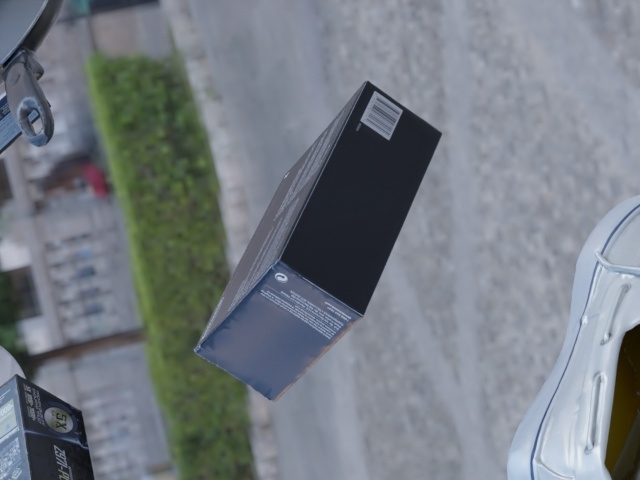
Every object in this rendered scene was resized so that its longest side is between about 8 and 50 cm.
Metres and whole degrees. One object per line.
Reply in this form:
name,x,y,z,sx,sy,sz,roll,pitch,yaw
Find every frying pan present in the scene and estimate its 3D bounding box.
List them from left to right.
frying pan,-0.249,-0.184,1.489,0.326,0.197,0.053,22,169,48

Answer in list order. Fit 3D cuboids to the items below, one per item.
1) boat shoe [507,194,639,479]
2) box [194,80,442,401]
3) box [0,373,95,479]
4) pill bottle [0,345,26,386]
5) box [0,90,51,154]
boat shoe,0.295,0.090,1.564,0.156,0.367,0.136,-17,123,47
box,0.000,0.000,1.710,0.184,0.103,0.261,-43,16,47
box,-0.260,0.217,1.345,0.077,0.180,0.147,37,-157,-41
pill bottle,-0.481,0.144,1.893,0.408,0.229,0.229,15,121,52
box,-0.408,-0.074,1.872,0.044,0.233,0.159,53,-148,-13
